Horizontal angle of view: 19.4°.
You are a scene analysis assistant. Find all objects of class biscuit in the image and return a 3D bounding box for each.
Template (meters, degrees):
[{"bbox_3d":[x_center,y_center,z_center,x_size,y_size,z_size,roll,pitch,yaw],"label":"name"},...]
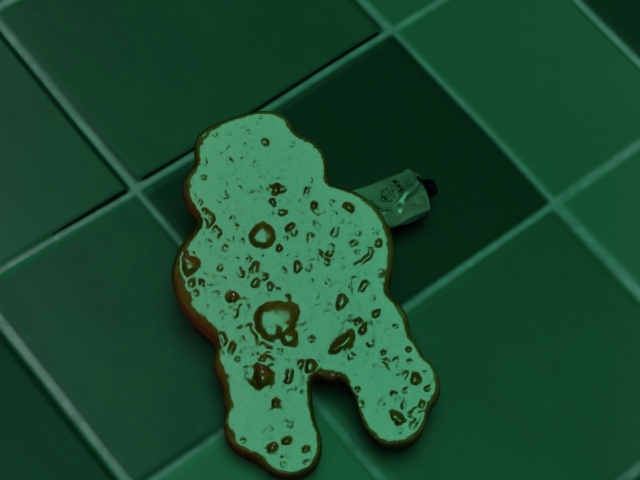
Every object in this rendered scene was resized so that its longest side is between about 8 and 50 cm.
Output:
[{"bbox_3d":[-0.025,0.045,1.678,0.202,0.047,0.334,-19,79,-6],"label":"biscuit"}]

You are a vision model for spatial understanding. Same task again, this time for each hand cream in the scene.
[{"bbox_3d":[0.000,0.001,1.750,0.247,0.052,0.075,-28,44,-13],"label":"hand cream"}]
